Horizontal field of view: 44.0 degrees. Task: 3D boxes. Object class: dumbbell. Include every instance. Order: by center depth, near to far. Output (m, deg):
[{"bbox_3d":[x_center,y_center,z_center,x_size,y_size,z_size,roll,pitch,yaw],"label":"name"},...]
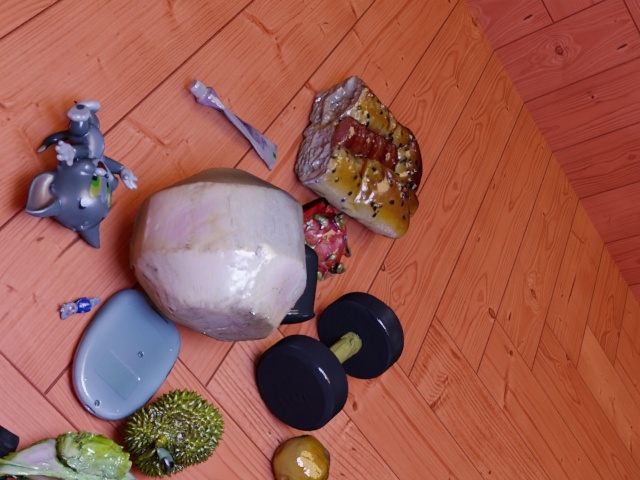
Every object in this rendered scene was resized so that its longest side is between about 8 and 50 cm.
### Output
[{"bbox_3d":[0.027,0.262,1.762,0.322,0.203,0.204,-30,99,-50],"label":"dumbbell"}]

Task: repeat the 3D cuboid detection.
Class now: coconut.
[{"bbox_3d":[-0.191,0.012,1.509,0.352,0.352,0.353,22,60,-43],"label":"coconut"}]

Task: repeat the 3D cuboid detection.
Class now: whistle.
[{"bbox_3d":[-0.431,0.120,1.421,0.083,0.029,0.033,-16,125,-46],"label":"whistle"}]

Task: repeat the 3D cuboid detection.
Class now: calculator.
[{"bbox_3d":[-0.349,0.197,1.474,0.185,0.041,0.299,52,42,-22],"label":"calculator"}]

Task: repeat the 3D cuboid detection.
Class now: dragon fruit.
[{"bbox_3d":[0.000,0.000,1.863,0.160,0.166,0.172,-44,112,-45],"label":"dragon fruit"}]

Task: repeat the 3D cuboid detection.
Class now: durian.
[{"bbox_3d":[-0.385,0.368,1.287,0.375,0.132,0.107,35,45,-53],"label":"durian"},{"bbox_3d":[-0.270,0.345,1.419,0.198,0.159,0.146,-5,66,-46],"label":"durian"}]

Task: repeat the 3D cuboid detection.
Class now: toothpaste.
[{"bbox_3d":[-0.195,-0.272,1.836,0.301,0.048,0.075,40,20,-41],"label":"toothpaste"}]

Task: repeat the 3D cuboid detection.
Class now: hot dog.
[{"bbox_3d":[0.133,-0.194,2.084,0.365,0.196,0.367,42,50,-36],"label":"hot dog"}]

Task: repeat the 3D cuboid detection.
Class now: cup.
[{"bbox_3d":[-0.079,0.099,1.751,0.223,0.169,0.177,35,50,-73],"label":"cup"}]

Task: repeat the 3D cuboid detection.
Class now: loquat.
[{"bbox_3d":[-0.037,0.477,1.686,0.137,0.113,0.137,31,31,-21],"label":"loquat"}]

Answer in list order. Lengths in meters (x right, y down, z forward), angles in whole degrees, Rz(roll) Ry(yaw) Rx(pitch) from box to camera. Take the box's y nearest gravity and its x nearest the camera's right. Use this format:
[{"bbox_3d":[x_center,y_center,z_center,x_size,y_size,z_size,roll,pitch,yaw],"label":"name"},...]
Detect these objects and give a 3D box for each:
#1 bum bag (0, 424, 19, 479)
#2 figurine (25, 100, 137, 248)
[{"bbox_3d":[-0.523,0.416,1.148,0.144,0.095,0.341,23,56,-40],"label":"bum bag"},{"bbox_3d":[-0.443,-0.140,1.427,0.193,0.140,0.265,33,36,-67],"label":"figurine"}]
